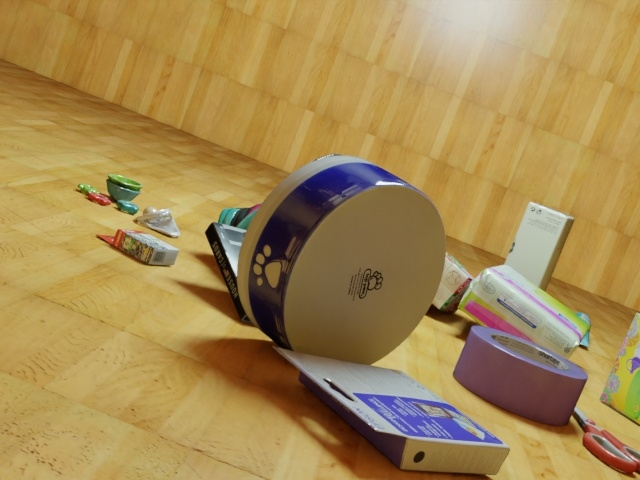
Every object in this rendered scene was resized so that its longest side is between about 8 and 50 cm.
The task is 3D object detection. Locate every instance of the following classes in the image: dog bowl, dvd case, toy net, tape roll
[{"bbox_3d":[0.031,0.032,1.277,0.265,0.265,0.104,14,14,-43],"label":"dog bowl"},{"bbox_3d":[-0.044,0.064,1.480,0.238,0.029,0.179,16,34,-40],"label":"dvd case"},{"bbox_3d":[-0.334,-0.068,1.795,0.232,0.045,0.122,28,10,41],"label":"toy net"},{"bbox_3d":[0.303,0.203,1.523,0.189,0.080,0.189,22,7,-3],"label":"tape roll"}]

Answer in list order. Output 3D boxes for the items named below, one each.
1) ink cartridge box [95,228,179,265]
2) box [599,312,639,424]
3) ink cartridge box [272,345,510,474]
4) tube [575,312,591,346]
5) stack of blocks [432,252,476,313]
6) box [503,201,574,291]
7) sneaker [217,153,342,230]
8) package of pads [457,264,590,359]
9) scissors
[{"bbox_3d":[-0.278,0.003,1.516,0.115,0.029,0.063,26,9,27],"label":"ink cartridge box"},{"bbox_3d":[0.698,0.279,1.713,0.279,0.177,0.290,15,10,-32],"label":"box"},{"bbox_3d":[0.070,0.190,1.115,0.208,0.045,0.206,17,9,-38],"label":"ink cartridge box"},{"bbox_3d":[0.616,0.217,2.406,0.080,0.052,0.207,19,12,17],"label":"tube"},{"bbox_3d":[0.182,0.015,2.050,0.297,0.087,0.171,44,8,17],"label":"stack of blocks"},{"bbox_3d":[0.456,0.059,2.187,0.094,0.275,0.113,24,7,21],"label":"box"},{"bbox_3d":[-0.070,-0.037,1.694,0.178,0.124,0.295,-15,20,44],"label":"sneaker"},{"bbox_3d":[0.395,0.147,1.940,0.229,0.101,0.296,37,11,15],"label":"package of pads"},{"bbox_3d":[0.399,0.277,1.491,0.109,0.021,0.297,17,10,-19],"label":"scissors"}]
